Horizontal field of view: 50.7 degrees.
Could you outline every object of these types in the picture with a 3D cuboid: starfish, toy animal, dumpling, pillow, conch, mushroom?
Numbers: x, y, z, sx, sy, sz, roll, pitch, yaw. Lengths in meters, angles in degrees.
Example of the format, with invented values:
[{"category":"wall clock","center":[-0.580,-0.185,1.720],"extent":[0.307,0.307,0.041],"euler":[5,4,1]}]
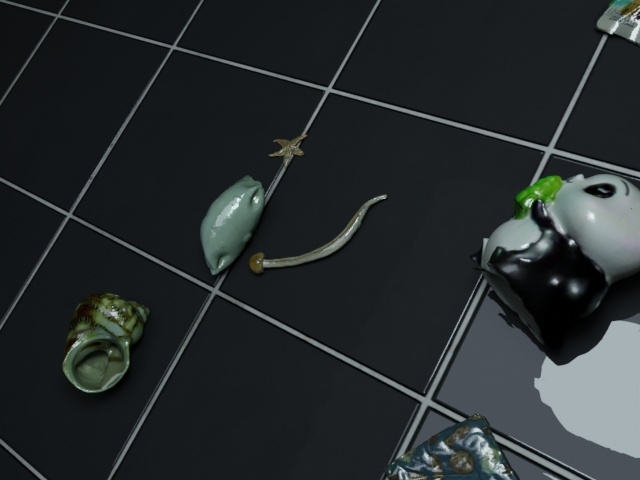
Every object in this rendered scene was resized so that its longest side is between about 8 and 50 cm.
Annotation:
[{"category":"starfish","center":[-0.067,-0.201,1.449],"extent":[0.086,0.016,0.092],"euler":[-49,55,-4]},{"category":"toy animal","center":[0.376,0.005,1.035],"extent":[0.267,0.212,0.212],"euler":[-46,57,2]},{"category":"dumpling","center":[-0.188,-0.033,1.392],"extent":[0.104,0.149,0.217],"euler":[25,85,-8]},{"category":"pillow","center":[0.228,0.415,1.026],"extent":[0.189,0.034,0.256],"euler":[-34,58,8]},{"category":"conch","center":[-0.435,0.201,1.383],"extent":[0.181,0.124,0.187],"euler":[-31,82,-1]},{"category":"mushroom","center":[-0.001,0.000,1.318],"extent":[0.306,0.043,0.068],"euler":[-24,85,12]}]

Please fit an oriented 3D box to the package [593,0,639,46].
[{"category":"package","center":[0.627,-0.443,1.221],"extent":[0.232,0.040,0.166],"euler":[-46,57,-1]}]
